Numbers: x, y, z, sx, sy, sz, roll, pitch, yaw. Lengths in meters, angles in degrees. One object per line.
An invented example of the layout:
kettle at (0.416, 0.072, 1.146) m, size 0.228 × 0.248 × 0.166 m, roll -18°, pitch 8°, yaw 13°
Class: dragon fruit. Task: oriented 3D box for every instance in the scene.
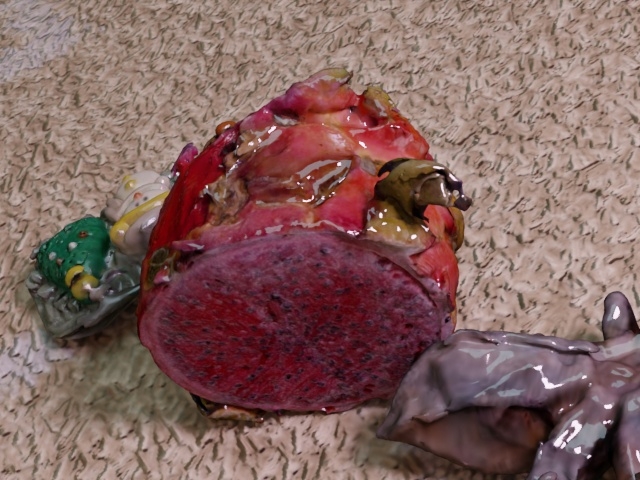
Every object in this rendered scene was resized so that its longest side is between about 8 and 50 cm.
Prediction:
dragon fruit at (0.000, 0.000, 0.834) m, size 0.282 × 0.211 × 0.147 m, roll -48°, pitch 30°, yaw 40°

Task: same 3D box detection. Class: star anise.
star anise at (0.181, 0.095, 0.742) m, size 0.198 × 0.110 × 0.257 m, roll -38°, pitch 36°, yaw -23°

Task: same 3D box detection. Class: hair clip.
hair clip at (-0.085, -0.039, 1.025) m, size 0.321 × 0.091 × 0.138 m, roll -26°, pitch 36°, yaw -11°
